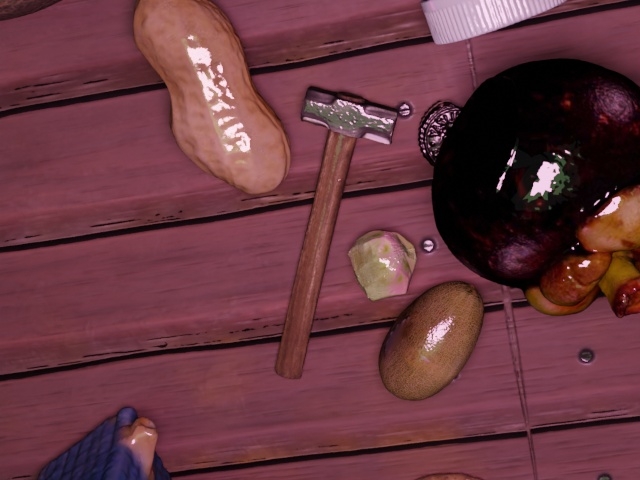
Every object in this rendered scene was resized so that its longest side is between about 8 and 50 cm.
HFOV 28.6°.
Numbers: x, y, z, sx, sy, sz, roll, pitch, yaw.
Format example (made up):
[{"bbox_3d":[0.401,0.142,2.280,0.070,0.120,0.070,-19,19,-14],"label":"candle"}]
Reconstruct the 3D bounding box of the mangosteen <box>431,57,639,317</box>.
[{"bbox_3d":[0.254,-0.049,1.330,0.233,0.287,0.287,22,110,-30],"label":"mangosteen"}]

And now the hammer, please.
[{"bbox_3d":[0.000,0.000,1.517,0.111,0.043,0.365,14,109,3],"label":"hammer"}]

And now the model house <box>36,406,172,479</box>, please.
[{"bbox_3d":[-0.185,0.423,1.514,0.382,0.334,0.343,14,109,-7],"label":"model house"}]

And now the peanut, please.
[{"bbox_3d":[-0.131,-0.174,1.451,0.125,0.111,0.274,-22,98,29],"label":"peanut"}]

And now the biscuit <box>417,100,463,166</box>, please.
[{"bbox_3d":[0.157,-0.119,1.463,0.089,0.027,0.087,7,107,7],"label":"biscuit"}]

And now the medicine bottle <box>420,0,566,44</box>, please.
[{"bbox_3d":[0.144,-0.382,1.324,0.158,0.158,0.318,-17,102,12],"label":"medicine bottle"}]

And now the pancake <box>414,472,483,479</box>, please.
[{"bbox_3d":[0.171,0.388,1.606,0.199,0.021,0.199,3,106,9],"label":"pancake"}]

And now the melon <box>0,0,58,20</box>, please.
[{"bbox_3d":[-0.377,-0.355,1.359,0.329,0.248,0.249,-8,104,17],"label":"melon"}]

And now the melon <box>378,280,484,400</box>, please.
[{"bbox_3d":[0.133,0.118,1.496,0.099,0.099,0.162,34,105,-2],"label":"melon"}]

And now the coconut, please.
[{"bbox_3d":[0.075,0.026,1.490,0.081,0.083,0.082,-20,142,14],"label":"coconut"}]
